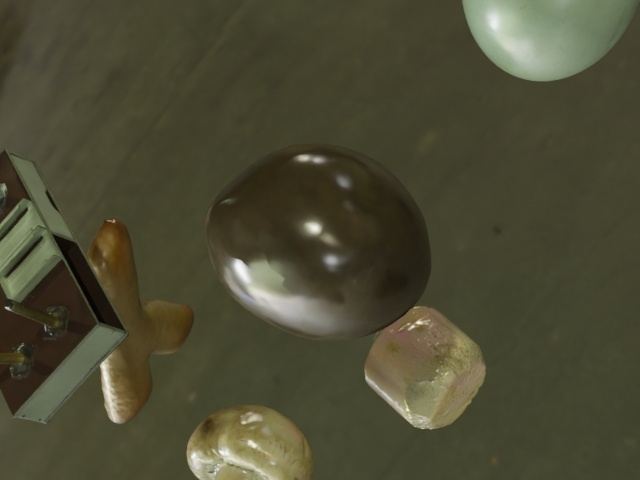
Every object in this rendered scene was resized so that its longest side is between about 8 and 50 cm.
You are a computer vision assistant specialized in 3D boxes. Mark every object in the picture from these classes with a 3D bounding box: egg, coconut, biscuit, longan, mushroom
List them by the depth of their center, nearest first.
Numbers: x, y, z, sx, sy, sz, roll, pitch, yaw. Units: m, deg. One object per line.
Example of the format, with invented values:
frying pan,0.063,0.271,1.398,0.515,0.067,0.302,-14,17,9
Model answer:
egg,0.194,-0.227,1.196,0.149,0.149,0.192,15,90,60
longan,0.000,0.000,1.338,0.198,0.212,0.198,24,-90,-82
mushroom,-0.074,0.239,1.571,0.148,0.148,0.112,-4,47,54
biscuit,-0.218,0.093,1.572,0.047,0.208,0.164,17,66,31
coconut,0.109,0.133,1.579,0.122,0.116,0.116,37,89,31

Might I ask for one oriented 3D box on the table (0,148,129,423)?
table,-0.291,0.029,1.299,0.121,0.111,0.240,-47,52,15
